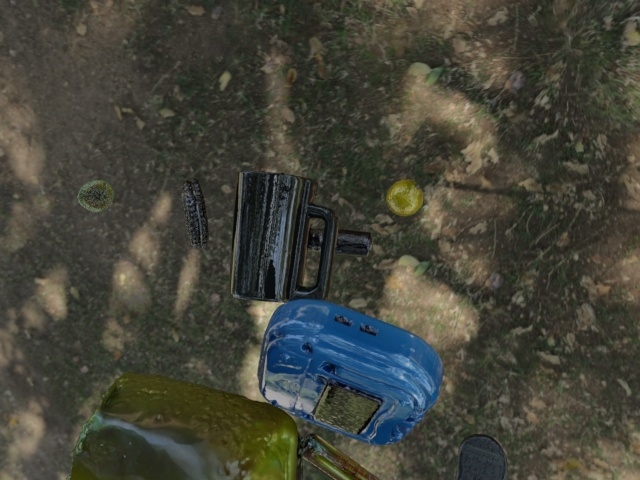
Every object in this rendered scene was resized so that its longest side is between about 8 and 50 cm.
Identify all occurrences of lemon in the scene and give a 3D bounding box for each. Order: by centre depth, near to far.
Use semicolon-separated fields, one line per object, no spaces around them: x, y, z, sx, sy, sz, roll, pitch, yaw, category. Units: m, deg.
0.254;-0.129;1.754;0.109;0.109;0.133;53;138;0;lemon

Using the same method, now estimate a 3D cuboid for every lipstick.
0.000;0.000;1.638;0.299;0.081;0.081;6;109;12;lipstick

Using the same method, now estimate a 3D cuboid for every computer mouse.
0.442;0.685;1.645;0.147;0.088;0.264;16;72;26;computer mouse

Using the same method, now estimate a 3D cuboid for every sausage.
0.079;0.618;1.547;0.371;0.082;0.082;40;119;-13;sausage

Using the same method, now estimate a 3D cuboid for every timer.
0.040;0.245;1.037;0.308;0.115;0.340;19;143;3;timer

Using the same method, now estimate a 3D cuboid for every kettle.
-0.093;-0.003;1.448;0.262;0.203;0.308;6;88;-2;kettle

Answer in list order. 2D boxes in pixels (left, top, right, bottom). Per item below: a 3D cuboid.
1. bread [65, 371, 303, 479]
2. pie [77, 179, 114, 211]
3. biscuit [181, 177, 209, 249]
-0.211;0.351;0.948;0.376;0.251;0.208;10;123;25;bread
-0.522;-0.104;1.360;0.021;0.084;0.084;36;122;42;pie
-0.333;-0.069;1.551;0.053;0.194;0.195;-9;107;-17;biscuit
